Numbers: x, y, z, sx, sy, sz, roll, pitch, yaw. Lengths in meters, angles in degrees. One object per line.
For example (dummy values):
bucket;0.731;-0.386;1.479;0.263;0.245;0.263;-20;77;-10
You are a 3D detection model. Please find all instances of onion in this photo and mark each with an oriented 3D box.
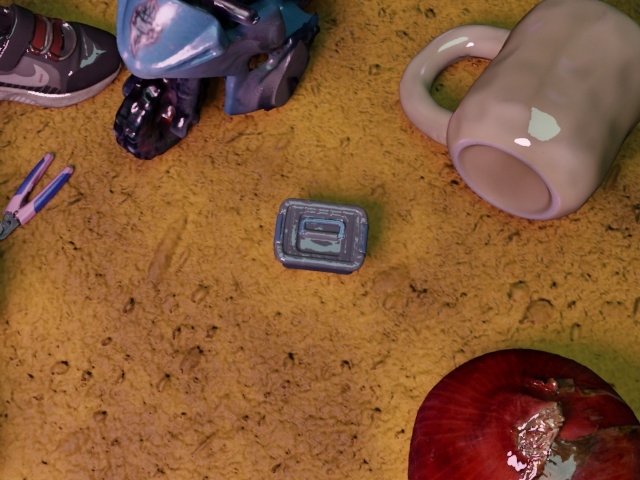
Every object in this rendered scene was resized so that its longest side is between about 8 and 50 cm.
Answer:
onion;0.193;0.216;0.907;0.248;0.161;0.248;-17;57;29

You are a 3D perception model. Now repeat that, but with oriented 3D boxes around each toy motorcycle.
toy motorcycle;-0.082;-0.268;1.025;0.172;0.232;0.416;37;72;13

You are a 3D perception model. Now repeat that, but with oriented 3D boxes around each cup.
cup;0.215;-0.161;1.034;0.255;0.173;0.202;34;71;8

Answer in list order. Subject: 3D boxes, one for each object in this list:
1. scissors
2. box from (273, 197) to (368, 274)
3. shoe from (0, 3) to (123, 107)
scissors;-0.322;-0.046;1.051;0.039;0.012;0.113;34;73;9
box;0.000;0.000;1.029;0.099;0.054;0.074;7;72;0
shoe;-0.339;-0.212;1.056;0.227;0.112;0.099;-4;70;-3
